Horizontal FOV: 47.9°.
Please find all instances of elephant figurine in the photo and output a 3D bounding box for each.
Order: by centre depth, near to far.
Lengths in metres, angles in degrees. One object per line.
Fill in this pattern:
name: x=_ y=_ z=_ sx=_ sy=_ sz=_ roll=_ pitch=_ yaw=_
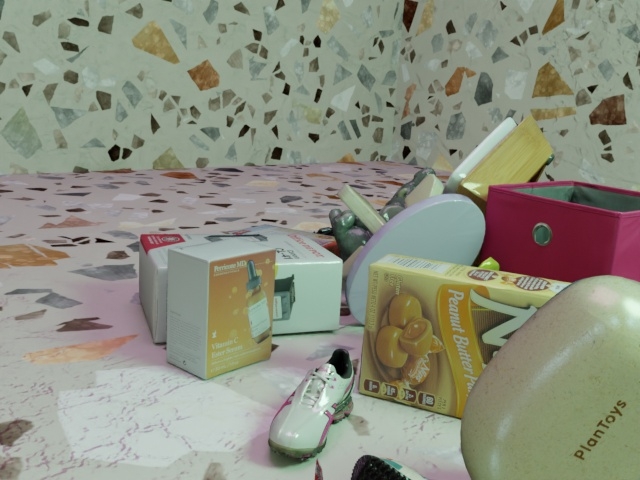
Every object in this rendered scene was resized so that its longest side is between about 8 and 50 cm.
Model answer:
elephant figurine: x=0.148 y=-0.023 z=1.449 sx=0.239 sy=0.186 sz=0.169 roll=-16 pitch=13 yaw=0

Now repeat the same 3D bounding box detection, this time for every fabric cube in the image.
fabric cube: x=0.438 y=0.046 z=1.210 sx=0.259 sy=0.258 sz=0.254 roll=-6 pitch=17 yaw=-36

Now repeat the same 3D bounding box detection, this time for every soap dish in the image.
soap dish: x=0.323 y=-0.075 z=1.403 sx=0.118 sy=0.291 sz=0.229 roll=38 pitch=62 yaw=18

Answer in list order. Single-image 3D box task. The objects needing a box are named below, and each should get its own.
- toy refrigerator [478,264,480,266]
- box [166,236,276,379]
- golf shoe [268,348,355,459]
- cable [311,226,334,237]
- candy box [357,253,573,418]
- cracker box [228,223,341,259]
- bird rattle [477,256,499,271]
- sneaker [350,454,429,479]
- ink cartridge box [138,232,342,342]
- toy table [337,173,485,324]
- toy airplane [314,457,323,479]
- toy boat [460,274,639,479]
toy refrigerator: x=0.464 y=0.073 z=1.478 sx=0.269 sy=0.094 sz=0.102 roll=15 pitch=10 yaw=38
box: x=-0.142 y=0.092 z=1.032 sx=0.091 sy=0.170 sz=0.130 roll=15 pitch=18 yaw=40
golf shoe: x=-0.010 y=0.188 z=0.847 sx=0.067 sy=0.086 sz=0.186 roll=10 pitch=15 yaw=18
cable: x=0.000 y=0.000 z=1.752 sx=0.150 sy=0.047 sz=0.184 roll=-1 pitch=15 yaw=-10
candy box: x=0.214 y=0.134 z=0.923 sx=0.316 sy=0.183 sz=0.087 roll=9 pitch=15 yaw=24
cracker box: x=-0.070 y=0.020 z=1.603 sx=0.232 sy=0.067 sz=0.156 roll=11 pitch=13 yaw=27
bird rattle: x=0.213 y=0.128 z=1.103 sx=0.253 sy=0.143 sz=0.207 roll=-9 pitch=34 yaw=-36
sneaker: x=0.106 y=0.251 z=0.666 sx=0.161 sy=0.057 sz=0.075 roll=26 pitch=4 yaw=39
ink cartridge box: x=-0.143 y=0.070 z=1.226 sx=0.306 sy=0.131 sz=0.226 roll=-3 pitch=14 yaw=-21
toy table: x=0.144 y=0.008 z=1.260 sx=0.274 sy=0.252 sz=0.161 roll=-36 pitch=31 yaw=7
toy airplane: x=0.004 y=0.255 z=0.669 sx=0.151 sy=0.028 sz=0.151 roll=19 pitch=11 yaw=-4
toy boat: x=0.293 y=0.187 z=0.714 sx=0.318 sy=0.267 sz=0.148 roll=33 pitch=16 yaw=-12
